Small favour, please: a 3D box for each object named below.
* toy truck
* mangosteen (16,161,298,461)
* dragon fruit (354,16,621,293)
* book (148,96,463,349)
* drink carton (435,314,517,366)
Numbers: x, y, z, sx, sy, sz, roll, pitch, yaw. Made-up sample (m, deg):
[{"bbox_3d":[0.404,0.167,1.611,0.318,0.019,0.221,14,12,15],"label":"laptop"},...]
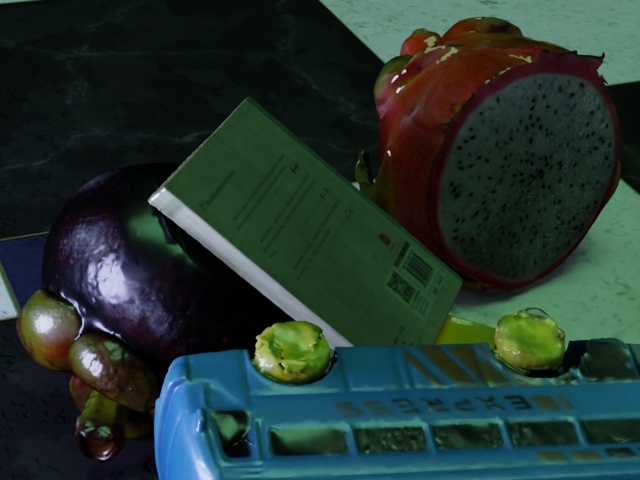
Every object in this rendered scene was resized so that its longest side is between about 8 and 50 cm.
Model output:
[{"bbox_3d":[0.073,0.161,1.015,0.385,0.161,0.162,0,41,-11],"label":"toy truck"},{"bbox_3d":[-0.137,0.066,1.271,0.287,0.233,0.287,30,40,-29],"label":"mangosteen"},{"bbox_3d":[0.173,-0.112,1.557,0.305,0.305,0.226,-16,31,-30],"label":"dragon fruit"},{"bbox_3d":[0.000,0.000,1.260,0.282,0.025,0.215,40,35,-3],"label":"book"},{"bbox_3d":[0.078,0.198,1.203,0.154,0.111,0.351,16,34,15],"label":"drink carton"}]
